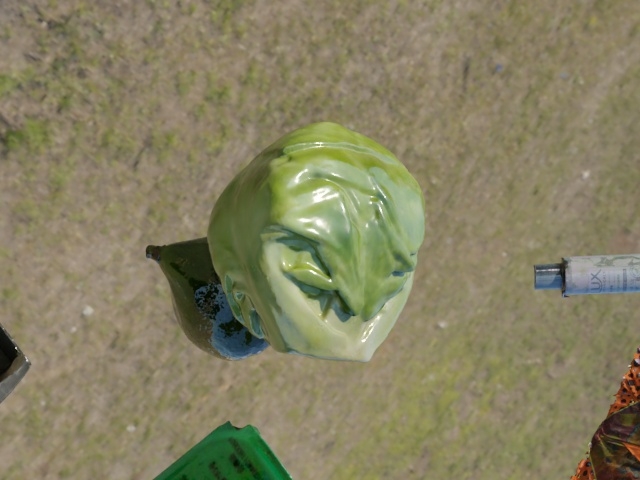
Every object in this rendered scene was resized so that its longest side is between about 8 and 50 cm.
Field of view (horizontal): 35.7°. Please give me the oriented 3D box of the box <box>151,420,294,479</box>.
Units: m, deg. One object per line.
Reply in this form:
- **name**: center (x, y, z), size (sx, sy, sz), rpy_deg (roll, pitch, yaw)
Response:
- **box**: center (-0.152, 0.420, 1.250), size (0.337, 0.264, 0.106), rpy_deg (-38, 136, -6)

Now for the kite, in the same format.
- **kite**: center (0.291, 0.185, 0.892), size (0.008, 0.125, 0.222), rpy_deg (43, 71, -30)

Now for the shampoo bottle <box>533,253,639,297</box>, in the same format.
- **shampoo bottle**: center (0.464, 0.057, 1.653), size (0.072, 0.214, 0.072), rpy_deg (-3, 90, -80)

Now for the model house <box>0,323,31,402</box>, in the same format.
- **model house**: center (-0.486, 0.140, 1.147), size (0.204, 0.211, 0.243), rpy_deg (-46, -164, -25)

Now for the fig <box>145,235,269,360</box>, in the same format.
- **fig**: center (-0.159, 0.075, 1.543), size (0.245, 0.195, 0.195), rpy_deg (32, 95, -32)

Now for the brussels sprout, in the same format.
- **brussels sprout**: center (0.000, 0.000, 1.335), size (0.328, 0.328, 0.247), rpy_deg (-50, -164, -11)
